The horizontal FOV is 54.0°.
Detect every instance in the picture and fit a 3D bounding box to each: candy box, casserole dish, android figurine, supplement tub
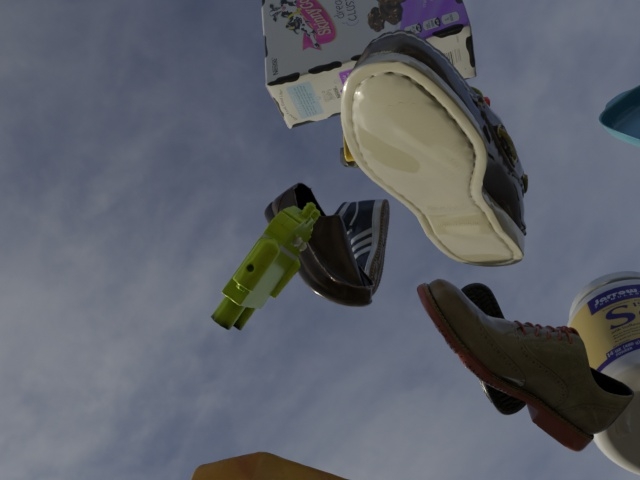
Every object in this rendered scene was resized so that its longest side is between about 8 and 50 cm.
[{"bbox_3d":[0.042,-0.220,0.637,0.196,0.164,0.070,-14,-31,12],"label":"candy box"},{"bbox_3d":[0.497,-0.174,0.914,0.114,0.188,0.037,-37,-58,0],"label":"casserole dish"},{"bbox_3d":[-0.091,0.045,1.150,0.056,0.248,0.273,36,-94,11],"label":"android figurine"},{"bbox_3d":[0.562,0.213,1.087,0.241,0.331,0.241,5,-67,11],"label":"supplement tub"}]

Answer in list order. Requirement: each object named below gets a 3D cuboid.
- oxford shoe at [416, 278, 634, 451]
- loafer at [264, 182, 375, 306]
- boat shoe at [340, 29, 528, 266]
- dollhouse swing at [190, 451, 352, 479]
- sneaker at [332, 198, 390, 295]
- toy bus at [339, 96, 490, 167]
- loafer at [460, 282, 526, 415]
[{"bbox_3d":[0.281,0.145,0.862,0.348,0.123,0.130,38,-71,-17],"label":"oxford shoe"},{"bbox_3d":[0.000,0.000,1.401,0.134,0.366,0.130,-2,-48,-48],"label":"loafer"},{"bbox_3d":[0.119,-0.082,0.580,0.324,0.117,0.096,42,-124,-48],"label":"boat shoe"},{"bbox_3d":[-0.009,0.381,0.440,0.347,0.315,0.305,20,-42,-2],"label":"dollhouse swing"},{"bbox_3d":[0.096,0.018,1.720,0.099,0.153,0.282,49,-132,-62],"label":"sneaker"},{"bbox_3d":[0.140,-0.170,0.861,0.220,0.212,0.149,-32,-53,-71],"label":"toy bus"},{"bbox_3d":[0.279,0.174,1.030,0.080,0.078,0.220,-17,-94,-7],"label":"loafer"}]
